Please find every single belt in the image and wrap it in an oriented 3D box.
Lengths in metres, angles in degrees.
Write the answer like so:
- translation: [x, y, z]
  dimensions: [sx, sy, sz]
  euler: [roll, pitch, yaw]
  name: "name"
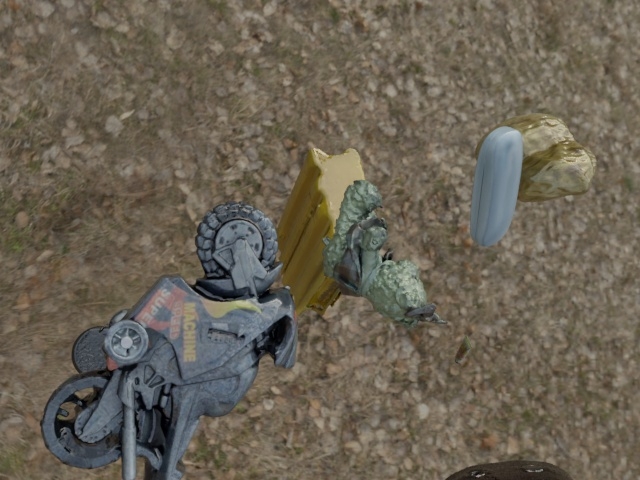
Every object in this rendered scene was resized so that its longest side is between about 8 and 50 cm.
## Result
- translation: [0.385, 0.543, 1.291]
  dimensions: [0.164, 0.288, 0.184]
  euler: [-13, 99, -79]
  name: "belt"

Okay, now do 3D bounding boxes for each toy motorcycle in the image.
- translation: [-0.124, 0.114, 0.633]
  dimensions: [0.173, 0.108, 0.307]
  euler: [41, 81, -14]
  name: "toy motorcycle"

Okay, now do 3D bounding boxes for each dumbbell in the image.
- translation: [-0.415, 0.218, 1.221]
  dimensions: [0.100, 0.191, 0.100]
  euler: [3, 79, -14]
  name: "dumbbell"

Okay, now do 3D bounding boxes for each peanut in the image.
- translation: [0.414, -0.157, 1.217]
  dimensions: [0.196, 0.110, 0.233]
  euler: [-20, 52, -10]
  name: "peanut"

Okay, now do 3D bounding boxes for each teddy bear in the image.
- translation: [0.061, 0.033, 0.815]
  dimensions: [0.111, 0.133, 0.213]
  euler: [-24, 62, -5]
  name: "teddy bear"

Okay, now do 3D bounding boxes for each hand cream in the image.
- translation: [0.352, 0.274, 1.583]
  dimensions: [0.022, 0.102, 0.035]
  euler: [-9, 54, -13]
  name: "hand cream"

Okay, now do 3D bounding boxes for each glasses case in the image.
- translation: [0.246, -0.072, 0.898]
  dimensions: [0.067, 0.045, 0.179]
  euler: [-25, 129, -31]
  name: "glasses case"

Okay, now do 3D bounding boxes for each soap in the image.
- translation: [0.000, 0.000, 1.183]
  dimensions: [0.096, 0.324, 0.204]
  euler: [-3, 64, -18]
  name: "soap"
